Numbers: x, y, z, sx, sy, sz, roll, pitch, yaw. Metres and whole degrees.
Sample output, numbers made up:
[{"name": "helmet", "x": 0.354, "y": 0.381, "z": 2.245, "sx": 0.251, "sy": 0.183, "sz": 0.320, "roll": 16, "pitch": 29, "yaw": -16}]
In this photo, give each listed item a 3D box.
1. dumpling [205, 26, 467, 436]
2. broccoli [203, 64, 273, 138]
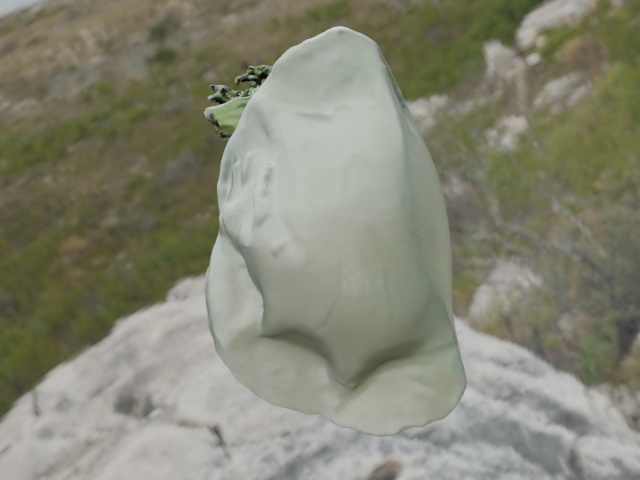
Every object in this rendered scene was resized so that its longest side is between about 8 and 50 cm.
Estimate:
[{"name": "dumpling", "x": 0.000, "y": 0.000, "z": 0.755, "sx": 0.151, "sy": 0.228, "sz": 0.124, "roll": -10, "pitch": -3, "yaw": 21}, {"name": "broccoli", "x": -0.039, "y": -0.085, "z": 0.962, "sx": 0.092, "sy": 0.097, "sz": 0.095, "roll": -18, "pitch": -7, "yaw": -23}]
